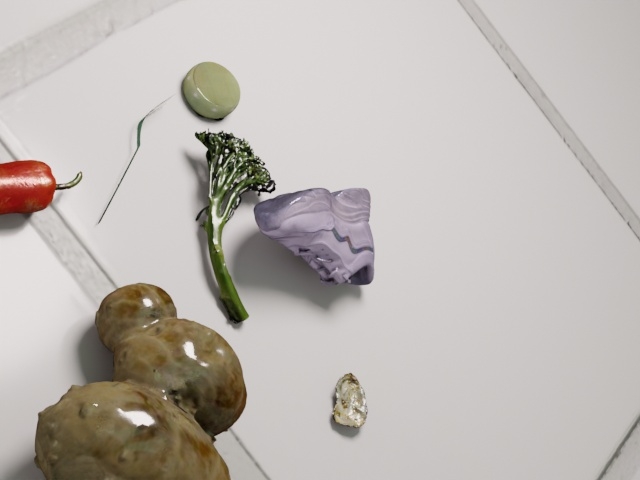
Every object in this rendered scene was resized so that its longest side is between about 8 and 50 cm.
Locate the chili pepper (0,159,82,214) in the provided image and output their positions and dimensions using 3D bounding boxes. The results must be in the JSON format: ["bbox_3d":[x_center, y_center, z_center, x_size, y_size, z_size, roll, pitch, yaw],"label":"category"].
[{"bbox_3d":[-0.390,-0.053,1.615,0.272,0.063,0.071,-17,65,-41],"label":"chili pepper"}]

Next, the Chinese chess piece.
[{"bbox_3d":[-0.152,-0.210,1.919,0.084,0.034,0.084,20,53,-28],"label":"Chinese chess piece"}]

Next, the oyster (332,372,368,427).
[{"bbox_3d":[0.038,0.214,1.843,0.054,0.019,0.083,23,55,-27],"label":"oyster"}]

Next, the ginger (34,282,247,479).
[{"bbox_3d":[-0.192,0.191,1.588,0.245,0.155,0.304,29,42,-15],"label":"ginger"}]

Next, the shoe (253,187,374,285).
[{"bbox_3d":[0.000,0.000,1.862,0.245,0.095,0.137,-4,78,-58],"label":"shoe"}]

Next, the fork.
[{"bbox_3d":[-0.247,-0.113,1.787,0.021,0.039,0.235,35,51,-14],"label":"fork"}]

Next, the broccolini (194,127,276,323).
[{"bbox_3d":[-0.107,-0.017,1.842,0.123,0.062,0.271,5,70,-32],"label":"broccolini"}]
